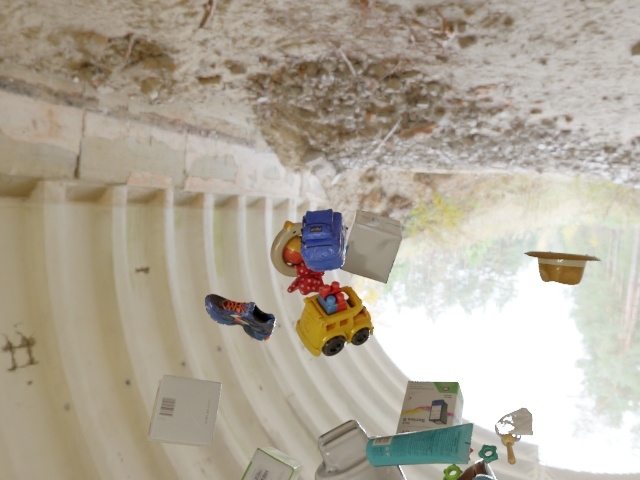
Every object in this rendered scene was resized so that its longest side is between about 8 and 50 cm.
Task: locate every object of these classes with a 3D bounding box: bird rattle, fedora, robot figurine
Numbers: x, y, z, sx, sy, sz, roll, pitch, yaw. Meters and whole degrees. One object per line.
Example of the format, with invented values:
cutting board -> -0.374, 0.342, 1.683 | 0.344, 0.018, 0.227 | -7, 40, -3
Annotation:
bird rattle -> -0.056, 0.037, 1.593 | 0.207, 0.253, 0.143 | 18, -160, -35
fedora -> 0.606, 0.069, 1.384 | 0.194, 0.079, 0.194 | 4, -179, 0
robot figurine -> 0.118, 0.619, 1.323 | 0.200, 0.353, 0.300 | -26, 179, -4

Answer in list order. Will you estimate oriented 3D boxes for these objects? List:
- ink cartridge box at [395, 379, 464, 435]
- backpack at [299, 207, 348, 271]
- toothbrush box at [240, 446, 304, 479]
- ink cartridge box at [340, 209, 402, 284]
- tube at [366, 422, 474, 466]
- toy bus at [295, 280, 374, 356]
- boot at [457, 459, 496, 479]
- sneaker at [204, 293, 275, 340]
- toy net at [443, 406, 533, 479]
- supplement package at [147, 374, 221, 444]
ink cartridge box -> 0.309, 0.501, 1.541 | 0.154, 0.093, 0.212 | -5, -146, 26
backpack -> 0.000, 0.000, 1.159 | 0.098, 0.120, 0.101 | -8, 148, 18
toothbrush box -> -0.155, 0.706, 1.553 | 0.122, 0.206, 0.283 | 25, 164, 13
ink cartridge box -> 0.173, 0.013, 1.876 | 0.168, 0.171, 0.233 | 17, -165, 2
tube -> 0.178, 0.375, 0.996 | 0.207, 0.080, 0.052 | -23, 123, 37
toy bus -> 0.053, 0.203, 1.596 | 0.220, 0.211, 0.149 | -14, -138, -27
boot -> 0.400, 0.771, 1.706 | 0.280, 0.096, 0.264 | -24, 161, 0
sneaker -> -0.224, 0.201, 1.566 | 0.221, 0.087, 0.083 | 26, -146, -16
toy net -> 0.365, 0.445, 1.161 | 0.232, 0.045, 0.122 | -43, -147, -24
supplement package -> -0.329, 0.412, 1.309 | 0.134, 0.139, 0.244 | 13, 155, -15
